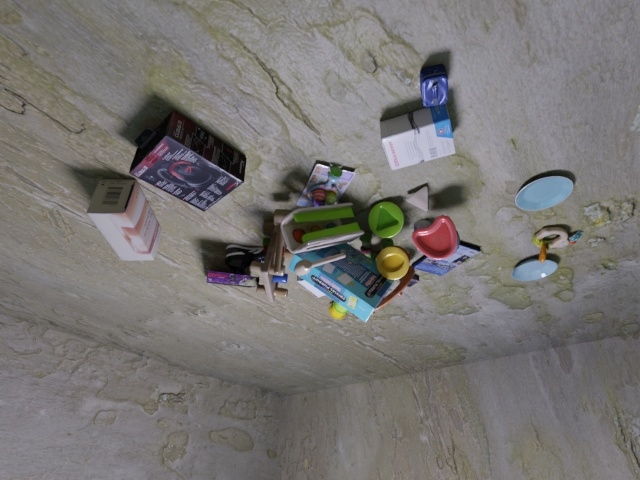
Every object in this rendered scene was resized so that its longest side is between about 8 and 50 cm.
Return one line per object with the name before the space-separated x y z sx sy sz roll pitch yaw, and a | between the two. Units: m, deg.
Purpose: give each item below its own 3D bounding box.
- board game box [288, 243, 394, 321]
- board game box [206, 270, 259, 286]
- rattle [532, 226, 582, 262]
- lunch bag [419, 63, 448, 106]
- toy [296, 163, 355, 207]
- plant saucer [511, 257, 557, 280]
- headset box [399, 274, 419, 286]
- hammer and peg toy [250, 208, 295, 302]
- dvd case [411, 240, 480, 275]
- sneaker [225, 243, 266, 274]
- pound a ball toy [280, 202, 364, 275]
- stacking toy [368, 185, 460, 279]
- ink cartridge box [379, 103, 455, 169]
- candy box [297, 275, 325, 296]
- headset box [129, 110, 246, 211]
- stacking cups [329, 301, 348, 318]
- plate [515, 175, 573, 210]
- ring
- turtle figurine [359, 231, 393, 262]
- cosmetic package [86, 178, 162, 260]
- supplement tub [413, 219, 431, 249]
board game box | 0.089 0.119 1.540 0.336 0.254 0.079 34 124 14
board game box | -0.388 0.172 1.808 0.208 0.056 0.347 4 172 -15
rattle | 0.970 0.026 1.674 0.199 0.143 0.130 14 126 -11
lunch bag | 0.292 -0.397 1.068 0.067 0.065 0.098 -9 147 12
toy | 0.014 -0.159 1.432 0.136 0.056 0.237 11 145 -15
plant saucer | 0.974 0.124 1.909 0.194 0.037 0.195 -1 147 -1
headset box | 0.428 0.189 1.997 0.062 0.032 0.083 16 144 -24
hammer and peg toy | -0.177 0.052 1.560 0.127 0.266 0.361 9 148 5
dvd case | 0.548 0.076 1.838 0.180 0.022 0.253 16 143 -22
sneaker | -0.291 0.093 1.748 0.216 0.121 0.079 8 147 -13
pound a ball toy | 0.000 0.000 1.424 0.319 0.208 0.135 -12 166 -41
stacking toy | 0.335 -0.030 1.523 0.308 0.280 0.130 -22 174 24
ink cartridge box | 0.281 -0.297 1.205 0.190 0.082 0.140 -12 145 18
candy box | -0.024 0.108 1.710 0.070 0.196 0.165 -19 143 24
headset box | -0.406 -0.234 1.256 0.218 0.110 0.293 -28 138 35
stacking cups | 0.133 0.289 2.091 0.096 0.096 0.316 8 144 -14
plate | 0.782 -0.170 1.466 0.188 0.024 0.188 0 148 0
ring | 0.277 0.226 1.821 0.336 0.336 0.032 -34 98 40
turtle figurine | 0.197 0.117 1.701 0.274 0.198 0.266 -25 140 -29
cosmetic package | -0.678 -0.065 1.472 0.129 0.153 0.296 1 148 -1
supplement tub | 0.401 -0.018 1.612 0.071 0.107 0.071 -1 146 -1
